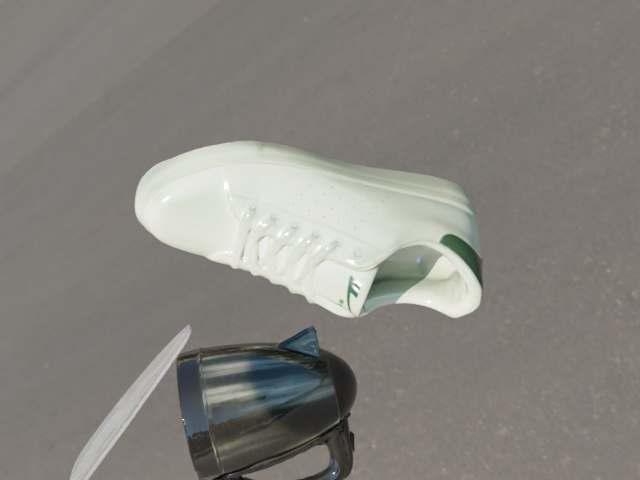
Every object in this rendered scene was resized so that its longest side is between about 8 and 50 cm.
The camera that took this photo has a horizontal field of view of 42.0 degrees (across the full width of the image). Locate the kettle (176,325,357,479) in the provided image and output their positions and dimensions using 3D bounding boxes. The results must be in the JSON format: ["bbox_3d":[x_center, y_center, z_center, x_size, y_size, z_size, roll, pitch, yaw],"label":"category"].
[{"bbox_3d":[-0.070,0.268,1.302,0.271,0.207,0.250,-12,67,-5],"label":"kettle"}]

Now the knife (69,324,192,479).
[{"bbox_3d":[-0.168,0.160,0.593,0.244,0.032,0.058,-56,16,-12],"label":"knife"}]

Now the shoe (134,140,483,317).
[{"bbox_3d":[0.000,0.000,0.606,0.110,0.265,0.095,-101,18,-44],"label":"shoe"}]
